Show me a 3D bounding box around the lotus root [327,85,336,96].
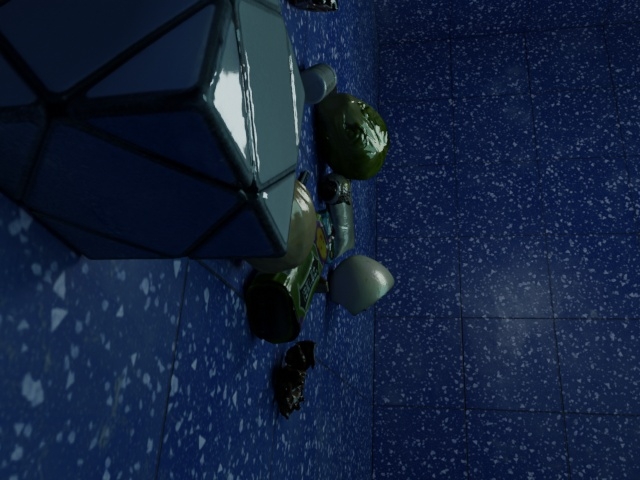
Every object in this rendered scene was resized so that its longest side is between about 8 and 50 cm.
[{"bbox_3d":[0.040,-0.493,1.819,0.037,0.030,0.083,73,20,-57],"label":"lotus root"}]

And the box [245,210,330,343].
[{"bbox_3d":[-0.059,0.061,1.113,0.346,0.097,0.134,-69,147,-62],"label":"box"}]

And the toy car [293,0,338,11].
[{"bbox_3d":[-0.023,-0.621,1.346,0.210,0.108,0.090,-48,139,-68],"label":"toy car"}]

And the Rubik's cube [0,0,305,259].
[{"bbox_3d":[-0.136,-0.116,0.460,0.205,0.204,0.208,70,22,-57],"label":"Rubik's cube"}]

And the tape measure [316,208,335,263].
[{"bbox_3d":[0.000,0.000,1.445,0.146,0.080,0.125,-69,153,-61],"label":"tape measure"}]

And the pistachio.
[{"bbox_3d":[-0.085,-0.028,0.881,0.230,0.157,0.158,81,12,-58],"label":"pistachio"}]

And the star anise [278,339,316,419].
[{"bbox_3d":[-0.053,0.280,1.144,0.234,0.073,0.177,103,1,-62],"label":"star anise"}]

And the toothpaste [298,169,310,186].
[{"bbox_3d":[-0.046,-0.145,1.380,0.140,0.021,0.037,-72,159,-54],"label":"toothpaste"}]

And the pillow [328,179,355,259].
[{"bbox_3d":[0.067,-0.070,1.802,0.144,0.078,0.254,-41,130,-63],"label":"pillow"}]

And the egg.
[{"bbox_3d":[0.124,0.130,1.814,0.162,0.206,0.271,56,5,-4],"label":"egg"}]

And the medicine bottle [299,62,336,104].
[{"bbox_3d":[-0.012,-0.411,1.411,0.183,0.086,0.086,-66,153,-65],"label":"medicine bottle"}]

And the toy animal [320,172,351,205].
[{"bbox_3d":[0.049,-0.139,1.658,0.137,0.098,0.098,59,26,-31],"label":"toy animal"}]

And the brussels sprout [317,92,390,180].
[{"bbox_3d":[0.094,-0.323,1.655,0.220,0.210,0.271,-60,137,-28],"label":"brussels sprout"}]

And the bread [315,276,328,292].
[{"bbox_3d":[-0.032,0.102,1.361,0.109,0.062,0.043,41,-31,43],"label":"bread"}]

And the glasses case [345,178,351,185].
[{"bbox_3d":[0.093,-0.344,1.990,0.114,0.060,0.300,74,18,-60],"label":"glasses case"}]
